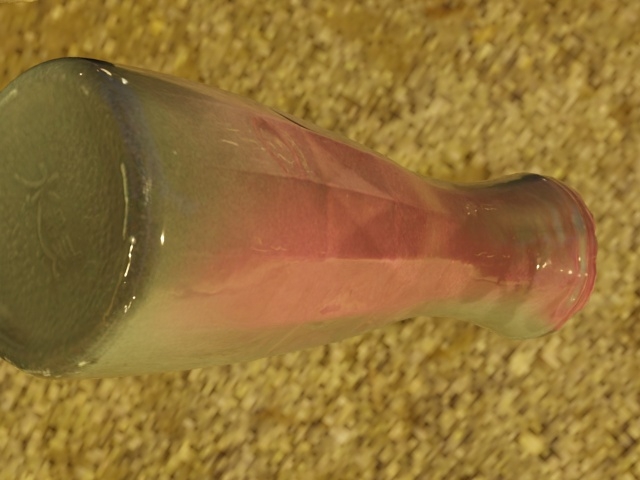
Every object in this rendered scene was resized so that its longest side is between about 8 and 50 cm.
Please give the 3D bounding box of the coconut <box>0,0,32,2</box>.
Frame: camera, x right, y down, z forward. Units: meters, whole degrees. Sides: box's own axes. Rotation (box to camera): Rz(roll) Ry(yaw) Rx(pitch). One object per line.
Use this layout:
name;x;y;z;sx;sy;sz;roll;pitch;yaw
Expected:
coconut;-0.202;-0.250;0.956;0.328;0.329;0.329;11;54;-16

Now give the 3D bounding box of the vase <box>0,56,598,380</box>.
vase;0.000;0.000;0.578;0.214;0.086;0.086;5;54;-46
